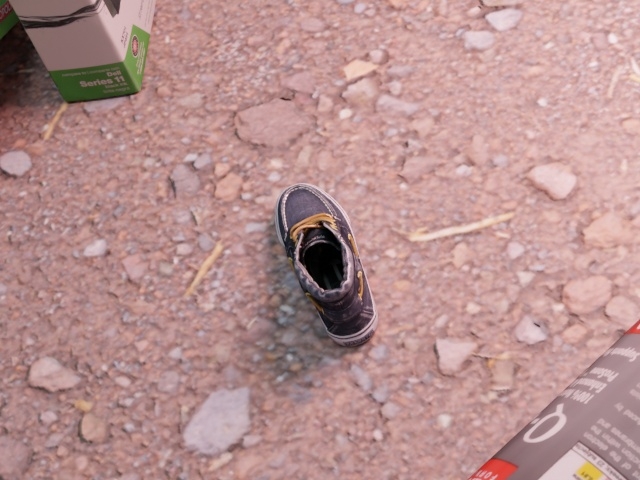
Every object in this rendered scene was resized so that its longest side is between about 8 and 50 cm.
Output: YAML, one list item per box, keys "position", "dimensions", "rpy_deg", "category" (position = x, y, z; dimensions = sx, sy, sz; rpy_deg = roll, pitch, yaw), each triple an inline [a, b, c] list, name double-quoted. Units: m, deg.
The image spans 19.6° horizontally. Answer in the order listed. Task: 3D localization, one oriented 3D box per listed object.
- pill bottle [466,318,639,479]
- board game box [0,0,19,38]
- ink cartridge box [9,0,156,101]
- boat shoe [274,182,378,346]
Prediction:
- position: [0.201, 0.218, 1.300]
  dimensions: [0.363, 0.210, 0.210]
  rpy_deg: [-41, 53, -13]
  category: "pill bottle"
- position: [-0.413, -0.221, 1.838]
  dimensions: [0.214, 0.046, 0.317]
  rpy_deg: [-1, 27, 14]
  category: "board game box"
- position: [-0.237, -0.260, 1.800]
  dimensions: [0.087, 0.208, 0.153]
  rpy_deg: [-5, 54, 15]
  category: "ink cartridge box"
- position: [0.000, 0.000, 1.609]
  dimensions: [0.065, 0.083, 0.183]
  rpy_deg: [-25, 51, -1]
  category: "boat shoe"
